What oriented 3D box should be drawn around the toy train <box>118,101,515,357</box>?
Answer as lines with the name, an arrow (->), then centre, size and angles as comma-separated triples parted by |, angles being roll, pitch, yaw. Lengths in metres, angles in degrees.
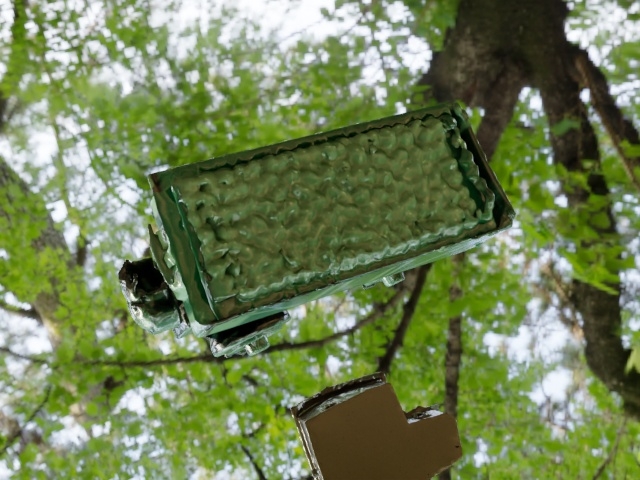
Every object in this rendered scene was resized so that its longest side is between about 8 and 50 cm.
toy train -> 0.000, 0.000, 0.567 | 0.269, 0.154, 0.115 | -16, -100, -25

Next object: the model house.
model house -> 0.065, 0.253, 0.989 | 0.176, 0.181, 0.248 | -20, 176, -9
